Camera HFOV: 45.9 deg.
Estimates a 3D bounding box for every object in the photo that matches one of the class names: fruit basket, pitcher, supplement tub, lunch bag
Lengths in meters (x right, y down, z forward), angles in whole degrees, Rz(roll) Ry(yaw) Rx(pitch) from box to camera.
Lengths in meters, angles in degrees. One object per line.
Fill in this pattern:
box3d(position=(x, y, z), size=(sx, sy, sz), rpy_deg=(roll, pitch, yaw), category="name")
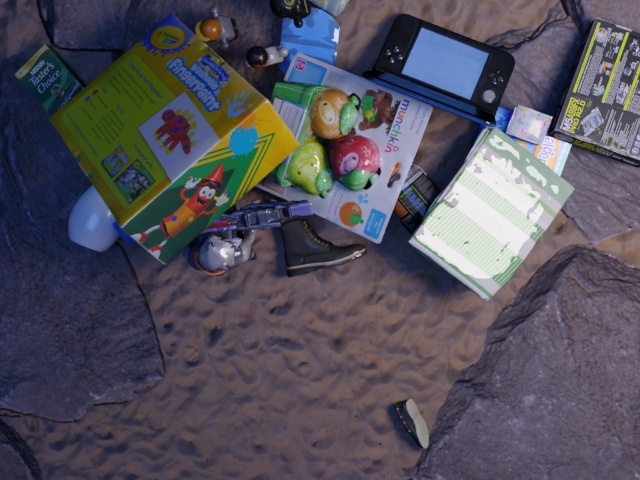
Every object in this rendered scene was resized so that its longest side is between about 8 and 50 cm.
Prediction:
box3d(position=(0.030, -0.206, 1.671), size=(0.353, 0.165, 0.327), rpy_deg=(29, 108, 25), category="fruit basket")
box3d(position=(-0.496, -0.072, 1.815), size=(0.178, 0.125, 0.207), rpy_deg=(24, 88, -11), category="pitcher")
box3d(position=(0.216, -0.092, 1.727), size=(0.117, 0.117, 0.190), rpy_deg=(-39, 92, 9), category="supplement tub")
box3d(position=(0.455, -0.255, 1.664), size=(0.083, 0.053, 0.071), rpy_deg=(18, 97, -6), category="lunch bag")

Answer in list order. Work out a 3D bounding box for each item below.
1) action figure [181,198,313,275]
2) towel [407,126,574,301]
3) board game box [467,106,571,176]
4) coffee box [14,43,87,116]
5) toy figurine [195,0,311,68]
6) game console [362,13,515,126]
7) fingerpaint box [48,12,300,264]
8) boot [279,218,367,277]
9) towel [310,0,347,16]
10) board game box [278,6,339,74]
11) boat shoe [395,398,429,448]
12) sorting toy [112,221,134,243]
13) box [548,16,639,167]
box3d(position=(-0.168, -0.005, 1.661), size=(0.341, 0.330, 0.178), rpy_deg=(-5, 103, 11), category="action figure")
box3d(position=(0.373, -0.058, 1.666), size=(0.248, 0.038, 0.325), rpy_deg=(37, 85, -6), category="towel")
box3d(position=(0.452, -0.205, 1.721), size=(0.210, 0.047, 0.160), rpy_deg=(18, 98, 3), category="board game box")
box3d(position=(-0.636, -0.368, 1.825), size=(0.113, 0.040, 0.184), rpy_deg=(-40, 92, 10), category="coffee box")
box3d(position=(-0.148, -0.495, 1.670), size=(0.213, 0.148, 0.209), rpy_deg=(35, 112, 7), category="toy figurine")
box3d(position=(0.263, -0.371, 1.621), size=(0.293, 0.173, 0.250), rpy_deg=(23, 78, 4), category="game console")
box3d(position=(-0.318, -0.228, 1.597), size=(0.371, 0.163, 0.445), rpy_deg=(-42, 51, -3), category="fingerpaint box")
box3d(position=(0.000, 0.000, 1.787), size=(0.198, 0.077, 0.137), rpy_deg=(-14, 90, 7), category="boot")
box3d(position=(-0.018, -0.707, 1.607), size=(0.320, 0.090, 0.374), rpy_deg=(37, 137, 3), category="towel")
box3d(position=(-0.025, -0.452, 1.751), size=(0.133, 0.033, 0.168), rpy_deg=(9, 107, 6), category="board game box")
box3d(position=(0.225, 0.445, 1.832), size=(0.042, 0.049, 0.133), rpy_deg=(-18, 103, 36), category="boat shoe")
box3d(position=(-0.337, -0.121, 1.794), size=(0.196, 0.047, 0.347), rpy_deg=(39, 96, -28), category="sorting toy")
box3d(position=(0.650, -0.322, 1.653), size=(0.216, 0.060, 0.270), rpy_deg=(20, 87, 4), category="box")
